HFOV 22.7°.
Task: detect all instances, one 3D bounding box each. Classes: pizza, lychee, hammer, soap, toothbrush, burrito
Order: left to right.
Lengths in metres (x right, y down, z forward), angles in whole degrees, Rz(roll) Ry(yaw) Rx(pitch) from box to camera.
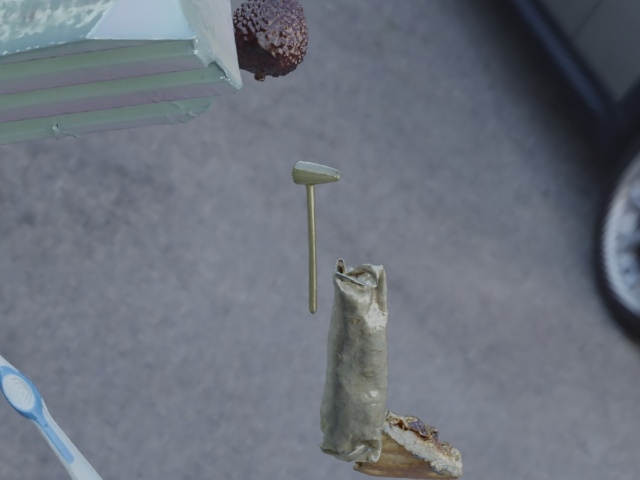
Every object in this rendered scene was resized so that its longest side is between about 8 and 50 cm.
[{"bbox_3d":[-0.349,0.188,1.888,0.040,0.040,0.386,-4,44,-52],"label":"toothbrush"},{"bbox_3d":[-0.158,-0.129,0.993,0.145,0.230,0.091,38,49,-63],"label":"soap"},{"bbox_3d":[-0.072,-0.290,2.251,0.123,0.129,0.123,32,8,-5],"label":"lychee"},{"bbox_3d":[0.000,0.000,1.917,0.060,0.195,0.028,11,26,27],"label":"hammer"},{"bbox_3d":[0.037,0.135,1.814,0.082,0.275,0.059,11,33,15],"label":"burrito"},{"bbox_3d":[0.102,0.271,2.176,0.194,0.154,0.069,58,41,-54],"label":"pizza"}]
